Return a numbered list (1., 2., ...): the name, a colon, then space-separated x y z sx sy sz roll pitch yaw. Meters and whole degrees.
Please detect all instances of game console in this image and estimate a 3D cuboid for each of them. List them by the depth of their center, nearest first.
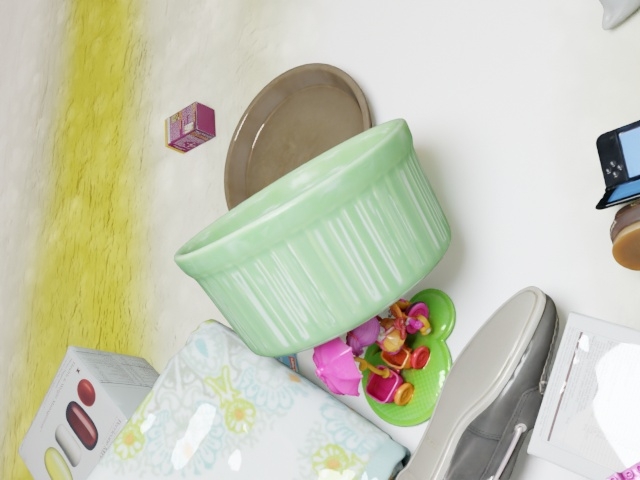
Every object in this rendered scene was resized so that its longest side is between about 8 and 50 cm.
1. game console: 0.334 -0.088 0.759 0.122 0.071 0.107 -19 65 34

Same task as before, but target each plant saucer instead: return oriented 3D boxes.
1. plant saucer: -0.032 -0.121 1.104 0.278 0.041 0.278 -13 69 37

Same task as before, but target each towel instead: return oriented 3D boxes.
1. towel: -0.121 0.318 0.888 0.320 0.090 0.374 30 77 23

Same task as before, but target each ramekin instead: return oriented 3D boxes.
1. ramekin: 0.000 0.000 0.870 0.303 0.303 0.148 -24 102 33

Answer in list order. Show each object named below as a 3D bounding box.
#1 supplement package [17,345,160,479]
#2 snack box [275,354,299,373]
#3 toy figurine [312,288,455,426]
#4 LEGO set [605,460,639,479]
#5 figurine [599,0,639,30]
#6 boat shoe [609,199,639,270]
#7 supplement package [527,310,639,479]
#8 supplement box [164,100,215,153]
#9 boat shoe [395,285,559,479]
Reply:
1. supplement package: -0.316 0.299 1.140 0.203 0.149 0.194 32 98 43
2. snack box: -0.092 0.321 1.001 0.187 0.060 0.322 -27 61 30
3. toy figurine: 0.065 0.122 0.864 0.130 0.159 0.173 28 94 42
4. LEGO set: 0.303 0.153 0.513 0.227 0.093 0.087 -42 53 22
5. figurine: 0.363 -0.359 0.821 0.209 0.092 0.215 -30 59 39
6. boat shoe: 0.375 -0.031 0.708 0.207 0.073 0.073 -13 28 31
7. supplement package: 0.329 0.166 0.642 0.244 0.134 0.139 17 88 42
8. supplement box: -0.221 -0.190 1.283 0.083 0.043 0.055 -20 64 36
9. boat shoe: 0.171 0.210 0.807 0.335 0.095 0.112 -61 13 3
